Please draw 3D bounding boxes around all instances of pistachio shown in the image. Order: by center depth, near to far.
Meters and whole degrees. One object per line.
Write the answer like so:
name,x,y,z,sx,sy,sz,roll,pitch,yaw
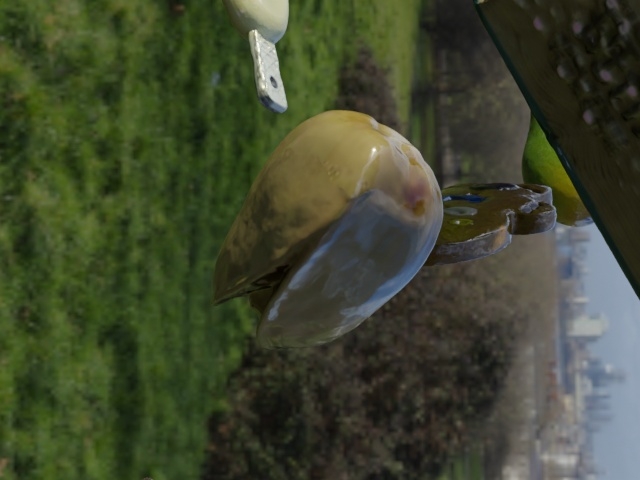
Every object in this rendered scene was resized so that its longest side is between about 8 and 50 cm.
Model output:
pistachio,0.000,0.000,0.826,0.131,0.129,0.206,-31,163,-53

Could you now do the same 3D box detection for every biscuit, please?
biscuit,0.135,-0.021,1.138,0.236,0.180,0.039,-31,118,-55

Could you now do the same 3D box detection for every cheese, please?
cheese,-0.076,-0.258,1.416,0.127,0.049,0.235,31,41,-52

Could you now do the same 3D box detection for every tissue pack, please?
tissue pack,0.228,-0.053,0.570,0.271,0.192,0.134,61,-32,3

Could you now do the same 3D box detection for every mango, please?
mango,0.387,-0.140,1.811,0.114,0.156,0.251,85,8,-61

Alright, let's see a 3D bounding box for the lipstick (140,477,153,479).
lipstick,-0.167,0.263,1.212,0.094,0.019,0.019,72,20,-65
